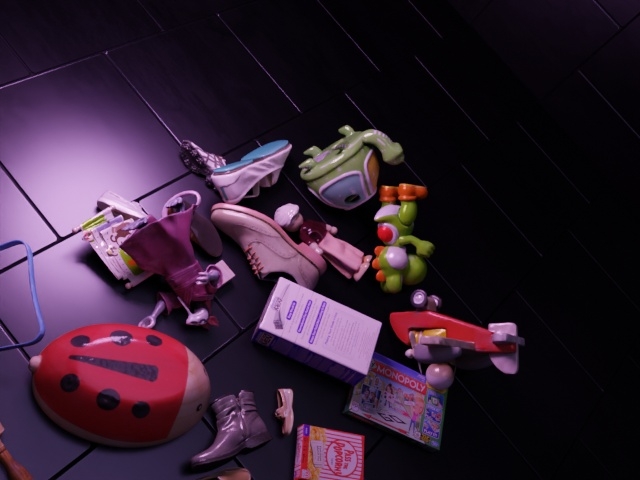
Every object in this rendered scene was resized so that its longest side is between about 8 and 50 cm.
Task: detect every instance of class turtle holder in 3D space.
[{"bbox_3d":[0.102,-0.249,2.196,0.320,0.243,0.227,-36,107,-2],"label":"turtle holder"}]

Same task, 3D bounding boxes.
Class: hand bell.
[{"bbox_3d":[-0.706,0.474,1.458,0.126,0.126,0.242,-40,98,-39],"label":"hand bell"}]

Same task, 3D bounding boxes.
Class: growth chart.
[{"bbox_3d":[-0.542,0.015,1.800,0.237,0.021,0.172,51,46,-12],"label":"growth chart"}]

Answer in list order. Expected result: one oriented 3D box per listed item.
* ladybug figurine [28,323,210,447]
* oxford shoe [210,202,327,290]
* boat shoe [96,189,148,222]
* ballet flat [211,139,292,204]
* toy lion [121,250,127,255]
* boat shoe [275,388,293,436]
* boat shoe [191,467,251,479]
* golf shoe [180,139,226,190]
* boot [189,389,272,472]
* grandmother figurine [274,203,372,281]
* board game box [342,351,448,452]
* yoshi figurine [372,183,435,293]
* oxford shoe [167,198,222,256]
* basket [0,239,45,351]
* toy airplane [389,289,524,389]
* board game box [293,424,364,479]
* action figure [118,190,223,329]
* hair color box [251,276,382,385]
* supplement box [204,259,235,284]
[{"bbox_3d":[-0.476,0.341,1.609,0.450,0.162,0.305,13,58,-22],"label":"ladybug figurine"},{"bbox_3d":[-0.171,0.030,1.978,0.397,0.140,0.146,31,60,-7],"label":"oxford shoe"},{"bbox_3d":[-0.546,-0.086,1.886,0.184,0.066,0.063,24,54,-4],"label":"boat shoe"},{"bbox_3d":[-0.209,-0.213,2.093,0.139,0.139,0.400,46,34,2],"label":"ballet flat"},{"bbox_3d":[-0.572,-0.003,1.840,0.096,0.034,0.100,22,54,-8],"label":"toy lion"},{"bbox_3d":[-0.102,0.475,1.815,0.045,0.050,0.135,12,48,-19],"label":"boat shoe"},{"bbox_3d":[-0.253,0.609,1.634,0.190,0.072,0.068,-8,67,-32],"label":"boat shoe"},{"bbox_3d":[-0.358,-0.246,2.079,0.198,0.077,0.094,47,40,-6],"label":"golf shoe"},{"bbox_3d":[-0.256,0.492,1.710,0.247,0.083,0.161,-12,63,-40],"label":"boot"},{"bbox_3d":[0.000,0.000,2.115,0.342,0.104,0.208,35,16,-2],"label":"grandmother figurine"},{"bbox_3d":[0.234,0.484,1.996,0.317,0.046,0.213,27,54,-13],"label":"board game box"},{"bbox_3d":[0.283,-0.001,2.200,0.203,0.203,0.362,5,89,9],"label":"yoshi figurine"},{"bbox_3d":[-0.374,-0.033,1.947,0.212,0.076,0.076,50,48,-15],"label":"oxford shoe"},{"bbox_3d":[-0.792,0.146,1.500,0.289,0.201,0.254,-16,70,-2],"label":"basket"},{"bbox_3d":[0.420,0.334,2.001,0.386,0.384,0.272,21,88,-11],"label":"toy airplane"},{"bbox_3d":[0.026,0.600,1.812,0.194,0.045,0.146,16,56,-21],"label":"board game box"},{"bbox_3d":[-0.390,0.087,1.808,0.275,0.248,0.370,-78,144,-67],"label":"action figure"},{"bbox_3d":[-0.009,0.267,1.922,0.339,0.110,0.185,26,54,-6],"label":"hair color box"},{"bbox_3d":[-0.307,0.110,1.916,0.062,0.036,0.098,50,52,5],"label":"supplement box"}]
